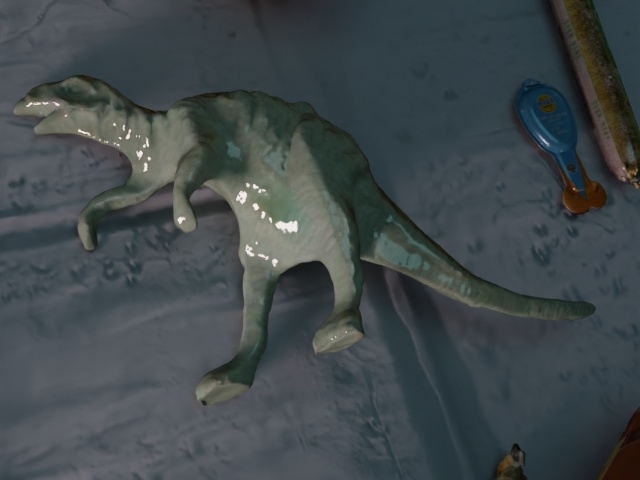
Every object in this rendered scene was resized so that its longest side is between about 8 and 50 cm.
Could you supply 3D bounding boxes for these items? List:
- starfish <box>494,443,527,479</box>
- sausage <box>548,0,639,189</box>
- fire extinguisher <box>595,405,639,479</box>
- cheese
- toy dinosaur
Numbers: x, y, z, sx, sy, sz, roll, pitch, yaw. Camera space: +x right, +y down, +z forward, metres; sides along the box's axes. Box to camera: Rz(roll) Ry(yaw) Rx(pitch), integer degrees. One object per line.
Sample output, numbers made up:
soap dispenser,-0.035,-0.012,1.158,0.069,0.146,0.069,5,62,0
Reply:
starfish,0.076,0.242,0.740,0.299,0.060,0.302,45,46,11
sausage,0.198,-0.158,0.989,0.033,0.033,0.269,-5,68,-23
fire extinguisher,0.212,0.200,0.771,0.376,0.113,0.200,-43,128,-46
cheese,0.174,-0.070,0.948,0.047,0.017,0.111,-14,72,-23
toy dinosaur,0.000,0.000,0.809,0.393,0.092,0.205,6,58,-9
